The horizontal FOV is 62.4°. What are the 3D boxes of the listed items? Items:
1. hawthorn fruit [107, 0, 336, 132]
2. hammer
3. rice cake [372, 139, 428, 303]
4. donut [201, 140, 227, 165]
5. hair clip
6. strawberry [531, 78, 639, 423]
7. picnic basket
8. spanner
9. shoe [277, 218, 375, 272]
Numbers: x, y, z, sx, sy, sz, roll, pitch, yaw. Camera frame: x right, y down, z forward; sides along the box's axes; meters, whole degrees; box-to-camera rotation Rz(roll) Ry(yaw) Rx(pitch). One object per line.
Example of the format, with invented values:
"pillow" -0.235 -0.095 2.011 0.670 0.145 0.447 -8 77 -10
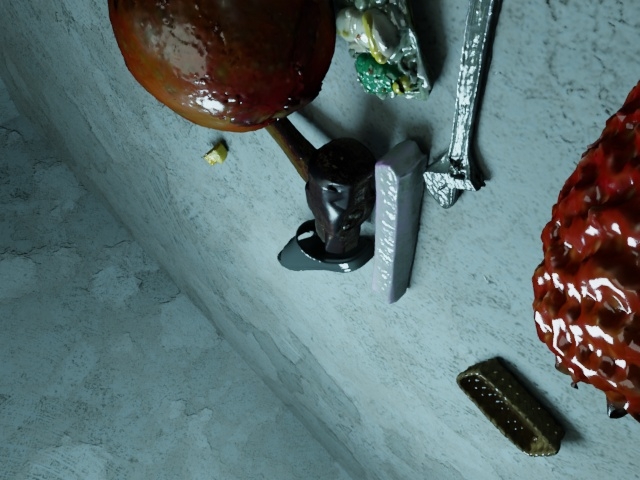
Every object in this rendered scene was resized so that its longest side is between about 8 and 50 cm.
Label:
"hawthorn fruit" -0.130 -0.288 0.686 0.316 0.316 0.316 38 151 25
"hammer" -0.063 -0.178 0.914 0.409 0.095 0.242 50 165 16
"rice cake" 0.123 -0.015 0.870 0.056 0.072 0.365 37 152 28
"donut" -0.248 -0.197 1.239 0.083 0.067 0.038 -32 117 31
"hair clip" 0.048 -0.296 0.598 0.138 0.091 0.322 28 145 44
"strawberry" 0.329 -0.027 0.361 0.311 0.267 0.352 13 110 14
"picnic basket" 0.336 0.294 0.938 0.193 0.054 0.110 48 153 8
"spanner" 0.176 -0.159 0.649 0.093 0.026 0.326 35 148 31
"shoe" 0.000 0.000 1.050 0.240 0.108 0.093 3 126 48
